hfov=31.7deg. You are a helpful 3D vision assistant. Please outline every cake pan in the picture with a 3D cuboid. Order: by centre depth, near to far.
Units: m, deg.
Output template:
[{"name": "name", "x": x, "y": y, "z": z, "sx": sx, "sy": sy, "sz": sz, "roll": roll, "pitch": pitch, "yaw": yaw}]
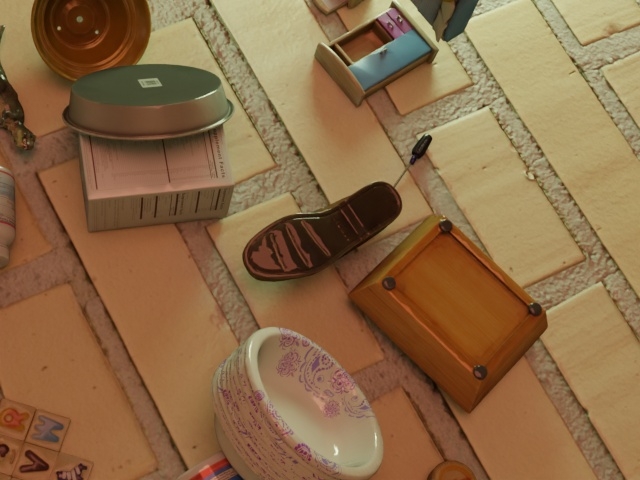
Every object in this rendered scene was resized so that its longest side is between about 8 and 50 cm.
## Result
[{"name": "cake pan", "x": -0.293, "y": -0.242, "z": 1.920, "sx": 0.293, "sy": 0.054, "sz": 0.293, "roll": 0, "pitch": 24, "yaw": 0}]

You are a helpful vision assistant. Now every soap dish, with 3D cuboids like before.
[{"name": "soap dish", "x": 0.228, "y": 0.114, "z": 1.938, "sx": 0.291, "sy": 0.118, "sz": 0.229, "roll": 44, "pitch": 65, "yaw": 8}]

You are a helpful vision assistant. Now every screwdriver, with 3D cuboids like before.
[{"name": "screwdriver", "x": 0.162, "y": -0.131, "z": 2.089, "sx": 0.025, "sy": 0.024, "sz": 0.170, "roll": 40, "pitch": 68, "yaw": -25}]

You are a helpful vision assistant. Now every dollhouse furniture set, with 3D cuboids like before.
[{"name": "dollhouse furniture set", "x": 0.104, "y": -0.448, "z": 2.057, "sx": 0.198, "sy": 0.303, "sz": 0.286, "roll": -33, "pitch": 77, "yaw": -23}]

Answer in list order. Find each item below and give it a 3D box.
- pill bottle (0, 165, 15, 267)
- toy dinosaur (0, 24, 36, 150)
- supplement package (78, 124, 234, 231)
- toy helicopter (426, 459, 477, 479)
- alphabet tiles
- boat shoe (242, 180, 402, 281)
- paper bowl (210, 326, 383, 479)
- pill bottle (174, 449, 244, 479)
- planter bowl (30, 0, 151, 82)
[{"name": "pill bottle", "x": -0.548, "y": -0.038, "z": 1.859, "sx": 0.087, "sy": 0.087, "sz": 0.160, "roll": -2, "pitch": 68, "yaw": -13}, {"name": "toy dinosaur", "x": -0.579, "y": -0.258, "z": 1.965, "sx": 0.118, "sy": 0.064, "sz": 0.268, "roll": -9, "pitch": 68, "yaw": -31}, {"name": "supplement package", "x": -0.281, "y": -0.111, "z": 1.921, "sx": 0.244, "sy": 0.134, "sz": 0.139, "roll": -6, "pitch": 68, "yaw": -14}, {"name": "toy helicopter", "x": 0.111, "y": 0.459, "z": 1.779, "sx": 0.235, "sy": 0.140, "sz": 0.355, "roll": 42, "pitch": 54, "yaw": 18}, {"name": "alphabet tiles", "x": -0.538, "y": 0.372, "z": 1.723, "sx": 0.343, "sy": 0.011, "sz": 0.285, "roll": 18, "pitch": 65, "yaw": -4}, {"name": "boat shoe", "x": 0.000, "y": 0.000, "z": 1.952, "sx": 0.307, "sy": 0.104, "sz": 0.110, "roll": -22, "pitch": 82, "yaw": -21}, {"name": "paper bowl", "x": -0.050, "y": 0.286, "z": 1.744, "sx": 0.284, "sy": 0.148, "sz": 0.284, "roll": 39, "pitch": 23, "yaw": -20}, {"name": "pill bottle", "x": -0.128, "y": 0.441, "z": 1.717, "sx": 0.124, "sy": 0.124, "sz": 0.221, "roll": -28, "pitch": 74, "yaw": -21}, {"name": "planter bowl", "x": -0.421, "y": -0.392, "z": 2.018, "sx": 0.217, "sy": 0.090, "sz": 0.217, "roll": -9, "pitch": 109, "yaw": -26}]
